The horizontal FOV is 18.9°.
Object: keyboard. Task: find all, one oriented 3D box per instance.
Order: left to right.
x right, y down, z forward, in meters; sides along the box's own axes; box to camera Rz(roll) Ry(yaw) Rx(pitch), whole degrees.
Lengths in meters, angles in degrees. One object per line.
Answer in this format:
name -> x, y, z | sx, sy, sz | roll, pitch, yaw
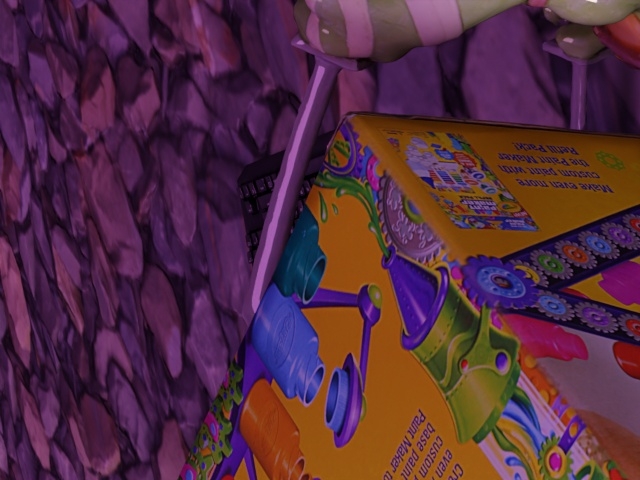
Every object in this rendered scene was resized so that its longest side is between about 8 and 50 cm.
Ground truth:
keyboard -> 0.000, 0.000, 1.041 | 0.180, 0.023, 0.108 | -16, 90, 66

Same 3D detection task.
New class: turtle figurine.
turtle figurine -> 0.050, -0.111, 0.675 | 0.274, 0.198, 0.266 | -40, 64, 59

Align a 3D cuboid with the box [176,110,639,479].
box -> 0.082, 0.167, 0.496 | 0.279, 0.177, 0.290 | 56, 132, 42
